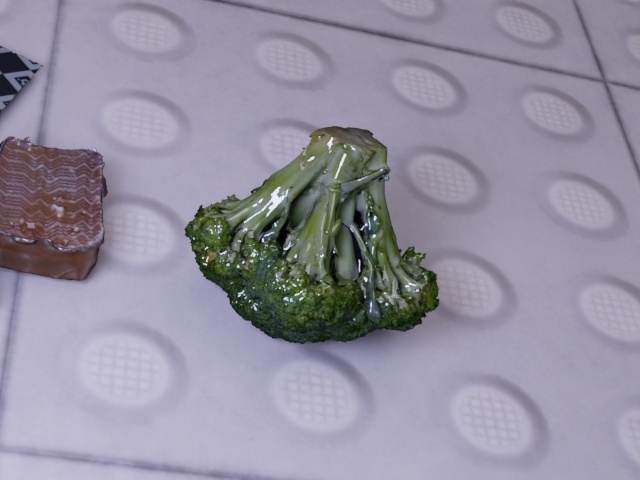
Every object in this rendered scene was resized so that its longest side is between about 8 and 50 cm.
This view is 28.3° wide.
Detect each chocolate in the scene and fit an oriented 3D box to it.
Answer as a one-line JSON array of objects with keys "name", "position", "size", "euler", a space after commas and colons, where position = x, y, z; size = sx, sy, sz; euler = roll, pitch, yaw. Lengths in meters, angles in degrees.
[{"name": "chocolate", "position": [-0.353, -0.035, 1.627], "size": [0.148, 0.093, 0.214], "euler": [8, 42, -13]}]

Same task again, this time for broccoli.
[{"name": "broccoli", "position": [0.000, 0.000, 1.602], "size": [0.304, 0.283, 0.321], "euler": [31, 22, 26]}]

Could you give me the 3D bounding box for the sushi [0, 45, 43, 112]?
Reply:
[{"name": "sushi", "position": [-0.546, -0.231, 1.795], "size": [0.231, 0.047, 0.219], "euler": [25, 36, -2]}]
